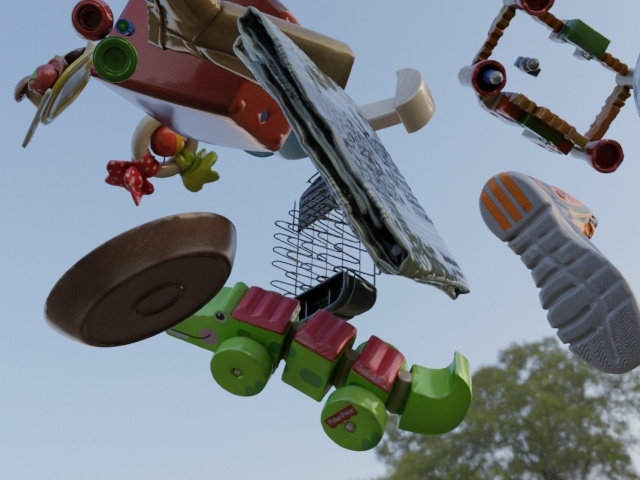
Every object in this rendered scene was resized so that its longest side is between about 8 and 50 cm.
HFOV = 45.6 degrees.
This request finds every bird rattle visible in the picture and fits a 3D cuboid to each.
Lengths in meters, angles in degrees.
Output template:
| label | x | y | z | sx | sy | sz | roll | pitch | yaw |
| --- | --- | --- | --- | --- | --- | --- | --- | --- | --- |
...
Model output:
| label | x | y | z | sx | sy | sz | roll | pitch | yaw |
| --- | --- | --- | --- | --- | --- | --- | --- | --- | --- |
| bird rattle | -0.361 | -0.201 | 1.718 | 0.253 | 0.143 | 0.207 | -7 | -62 | -31 |

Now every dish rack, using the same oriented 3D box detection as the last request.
| label | x | y | z | sx | sy | sz | roll | pitch | yaw |
| --- | --- | --- | --- | --- | --- | --- | --- | --- | --- |
| dish rack | 0.000 | 0.000 | 1.049 | 0.074 | 0.272 | 0.208 | 22 | -34 | -31 |

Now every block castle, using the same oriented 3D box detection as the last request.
| label | x | y | z | sx | sy | sz | roll | pitch | yaw |
| --- | --- | --- | --- | --- | --- | --- | --- | --- | --- |
| block castle | 0.586 | -0.386 | 1.829 | 0.453 | 0.213 | 0.303 | 29 | -82 | -15 |

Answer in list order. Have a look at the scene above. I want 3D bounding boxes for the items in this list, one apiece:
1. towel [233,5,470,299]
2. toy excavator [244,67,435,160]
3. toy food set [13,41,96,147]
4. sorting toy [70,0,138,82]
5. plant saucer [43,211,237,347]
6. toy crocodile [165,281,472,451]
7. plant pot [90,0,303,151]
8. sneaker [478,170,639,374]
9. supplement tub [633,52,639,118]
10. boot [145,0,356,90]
| label | x | y | z | sx | sy | sz | roll | pitch | yaw |
| --- | --- | --- | --- | --- | --- | --- | --- | --- | --- |
| towel | 0.039 | -0.073 | 0.820 | 0.056 | 0.312 | 0.324 | -34 | -19 | 13 |
| toy excavator | 0.001 | -0.297 | 1.726 | 0.432 | 0.445 | 0.222 | -30 | -49 | 5 |
| toy food set | -0.441 | -0.261 | 1.240 | 0.071 | 0.218 | 0.128 | 33 | -52 | -9 |
| sorting toy | -0.239 | -0.231 | 0.870 | 0.061 | 0.102 | 0.042 | -29 | 8 | 4 |
| plant saucer | -0.137 | 0.040 | 0.618 | 0.168 | 0.029 | 0.168 | -27 | -22 | -12 |
| toy crocodile | -0.009 | 0.117 | 0.799 | 0.340 | 0.115 | 0.105 | 22 | -57 | 11 |
| plant pot | -0.151 | -0.288 | 1.225 | 0.267 | 0.235 | 0.267 | -60 | -26 | -1 |
| sneaker | 0.369 | 0.028 | 1.082 | 0.124 | 0.321 | 0.180 | -39 | -18 | 32 |
| supplement tub | 0.389 | -0.164 | 0.683 | 0.191 | 0.191 | 0.272 | -26 | -13 | 13 |
| boot | -0.080 | -0.275 | 0.959 | 0.269 | 0.089 | 0.236 | 21 | -18 | -3 |
